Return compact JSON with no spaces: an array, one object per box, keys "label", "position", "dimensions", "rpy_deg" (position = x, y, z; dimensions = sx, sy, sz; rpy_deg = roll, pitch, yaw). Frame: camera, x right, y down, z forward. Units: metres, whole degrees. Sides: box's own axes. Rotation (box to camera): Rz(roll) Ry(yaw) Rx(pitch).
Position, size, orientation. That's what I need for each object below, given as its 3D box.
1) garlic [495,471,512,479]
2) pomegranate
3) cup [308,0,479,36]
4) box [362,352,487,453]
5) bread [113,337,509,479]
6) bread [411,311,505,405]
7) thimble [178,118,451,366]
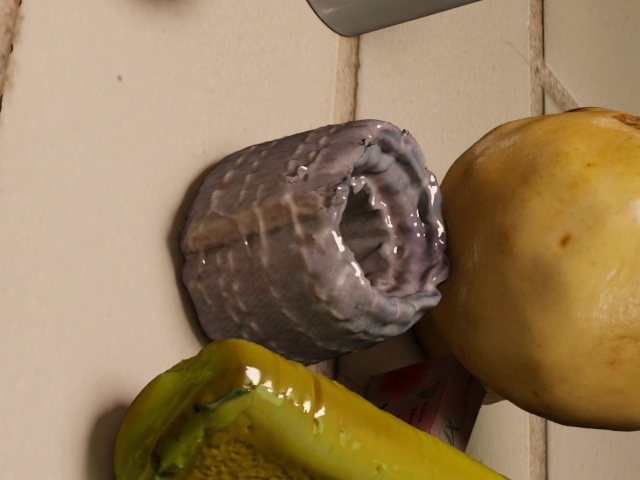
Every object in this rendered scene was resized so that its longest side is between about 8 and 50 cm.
[{"label":"garlic","position":[0.171,0.328,1.629],"dimensions":[0.124,0.099,0.174],"rpy_deg":[29,53,-36]},{"label":"pomegranate","position":[0.257,0.030,1.481],"dimensions":[0.332,0.332,0.333],"rpy_deg":[34,49,-52]},{"label":"cup","position":[0.138,-0.344,1.628],"dimensions":[0.205,0.312,0.205],"rpy_deg":[28,56,-53]},{"label":"box","position":[0.086,0.179,1.515],"dimensions":[0.060,0.111,0.156],"rpy_deg":[57,31,-20]},{"label":"bread","position":[0.007,0.196,1.261],"dimensions":[0.383,0.166,0.112],"rpy_deg":[30,17,-33]},{"label":"bread","position":[0.155,0.063,1.697],"dimensions":[0.236,0.106,0.140],"rpy_deg":[64,31,-21]},{"label":"thimble","position":[0.000,0.000,1.374],"dimensions":[0.236,0.172,0.205],"rpy_deg":[2,73,-60]}]
